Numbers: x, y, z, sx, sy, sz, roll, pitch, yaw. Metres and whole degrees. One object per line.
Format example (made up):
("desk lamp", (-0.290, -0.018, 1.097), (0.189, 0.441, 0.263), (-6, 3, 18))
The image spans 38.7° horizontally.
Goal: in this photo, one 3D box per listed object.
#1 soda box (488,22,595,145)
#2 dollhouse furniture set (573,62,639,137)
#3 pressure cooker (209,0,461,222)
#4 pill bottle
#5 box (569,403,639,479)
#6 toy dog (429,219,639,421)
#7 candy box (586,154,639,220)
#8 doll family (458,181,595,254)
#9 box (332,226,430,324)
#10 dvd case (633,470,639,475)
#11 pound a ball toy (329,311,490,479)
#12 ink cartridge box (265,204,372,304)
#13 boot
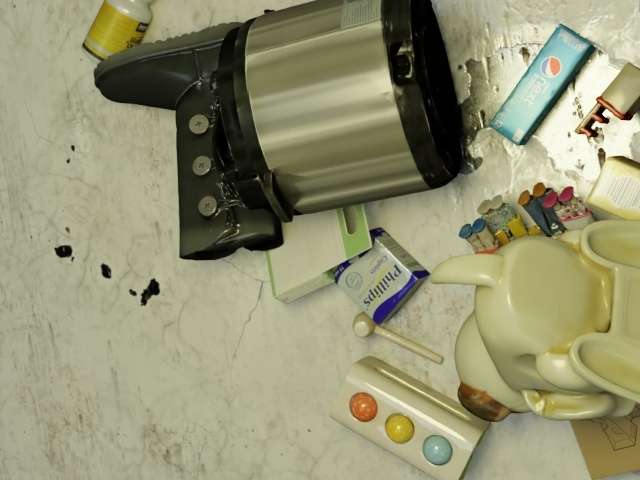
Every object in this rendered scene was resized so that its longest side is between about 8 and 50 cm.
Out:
("soda box", (0.386, -0.269, 1.589), (0.067, 0.071, 0.210), (39, 109, 15))
("dollhouse furniture set", (0.548, -0.150, 1.427), (0.259, 0.262, 0.135), (41, 112, 17))
("pressure cooker", (0.008, -0.238, 1.587), (0.420, 0.370, 0.375), (-11, 97, 18))
("pill bottle", (-0.418, -0.456, 1.912), (0.103, 0.103, 0.184), (39, 109, 16))
("box", (0.515, 0.305, 1.596), (0.164, 0.021, 0.201), (-25, 79, 31))
("toy dog", (0.350, 0.169, 1.486), (0.395, 0.408, 0.284), (5, 66, -5))
("candy box", (0.599, -0.037, 1.456), (0.316, 0.183, 0.087), (28, 107, 19))
("doll family", (0.380, -0.017, 1.584), (0.263, 0.118, 0.163), (-20, 122, 33))
("box", (0.114, 0.068, 1.746), (0.137, 0.072, 0.126), (44, 111, 14))
("dvd case", (0.641, 0.321, 1.560), (0.179, 0.029, 0.238), (23, 104, 21))
("pound a ball toy", (0.158, 0.297, 1.715), (0.319, 0.136, 0.208), (28, 106, 19))
("ink cartridge box", (0.000, 0.000, 1.759), (0.235, 0.056, 0.171), (-26, 56, 24))
("boot", (-0.271, -0.173, 1.823), (0.367, 0.146, 0.445), (-13, 83, 24))
